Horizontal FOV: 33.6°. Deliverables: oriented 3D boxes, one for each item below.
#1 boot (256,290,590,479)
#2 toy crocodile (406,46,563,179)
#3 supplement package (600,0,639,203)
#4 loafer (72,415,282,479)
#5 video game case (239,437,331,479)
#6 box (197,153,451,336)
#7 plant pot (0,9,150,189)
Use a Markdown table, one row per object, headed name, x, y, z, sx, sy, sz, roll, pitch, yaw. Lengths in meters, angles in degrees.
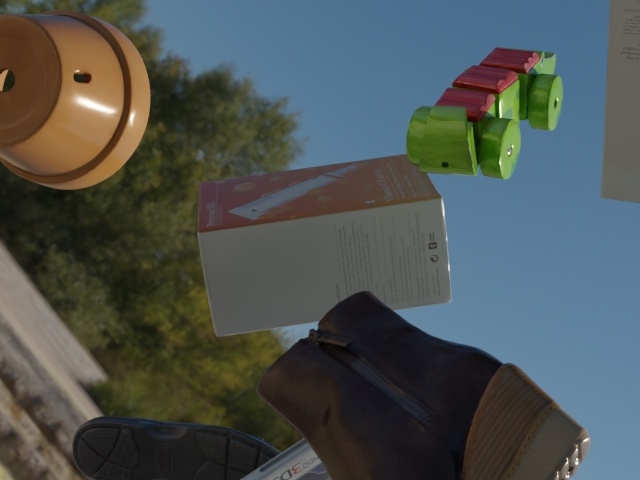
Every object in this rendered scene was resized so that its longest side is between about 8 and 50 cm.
| name | x | y | z | sx | sy | sz | roll | pitch | yaw |
| --- | --- | --- | --- | --- | --- | --- | --- | --- | --- |
| boot | 0.031 | 0.157 | 0.700 | 0.206 | 0.248 | 0.090 | 29 | -33 | 33 |
| toy crocodile | 0.189 | -0.155 | 1.189 | 0.115 | 0.340 | 0.105 | 13 | -56 | 27 |
| supplement package | 0.391 | -0.186 | 1.021 | 0.199 | 0.198 | 0.263 | 10 | -45 | 21 |
| loafer | -0.149 | 0.265 | 1.302 | 0.302 | 0.109 | 0.095 | 10 | 8 | 11 |
| video game case | 0.008 | 0.305 | 1.154 | 0.023 | 0.183 | 0.201 | 23 | -41 | 60 |
| box | 0.000 | 0.000 | 1.573 | 0.215 | 0.345 | 0.168 | -105 | -173 | -67 |
| plant pot | -0.441 | -0.232 | 1.668 | 0.291 | 0.291 | 0.203 | 50 | 11 | 12 |
